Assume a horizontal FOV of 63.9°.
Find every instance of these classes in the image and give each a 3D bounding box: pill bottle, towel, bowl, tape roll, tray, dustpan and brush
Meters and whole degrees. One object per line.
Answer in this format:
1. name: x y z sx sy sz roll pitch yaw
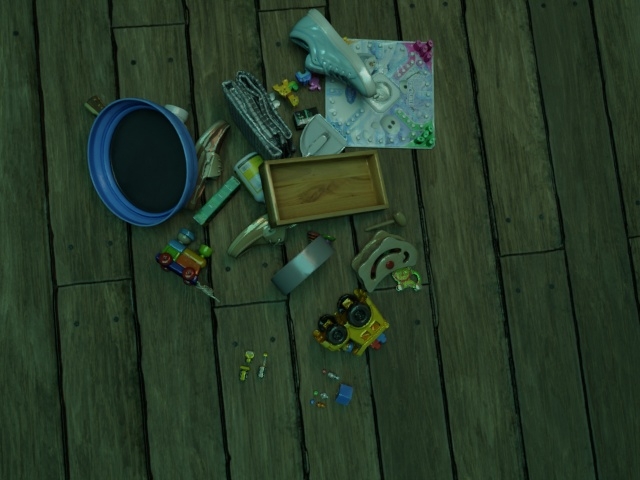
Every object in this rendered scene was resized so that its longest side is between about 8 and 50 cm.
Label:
1. pill bottle: -0.498 -0.346 1.689 0.107 0.108 0.180 15 85 -4
2. towel: -0.189 -0.383 1.659 0.121 0.235 0.284 -37 89 -8
3. bowl: -0.552 -0.242 1.603 0.390 0.077 0.392 6 105 22
4. tape roll: -0.056 0.079 1.638 0.219 0.219 0.072 -41 90 -7
5. tray: 0.016 -0.172 1.678 0.410 0.076 0.203 -10 86 -25
6. dustpan and brush: -0.030 -0.303 1.742 0.147 0.060 0.211 42 117 -10
7. pill bottle: -0.198 -0.194 1.707 0.103 0.103 0.184 -37 90 -7

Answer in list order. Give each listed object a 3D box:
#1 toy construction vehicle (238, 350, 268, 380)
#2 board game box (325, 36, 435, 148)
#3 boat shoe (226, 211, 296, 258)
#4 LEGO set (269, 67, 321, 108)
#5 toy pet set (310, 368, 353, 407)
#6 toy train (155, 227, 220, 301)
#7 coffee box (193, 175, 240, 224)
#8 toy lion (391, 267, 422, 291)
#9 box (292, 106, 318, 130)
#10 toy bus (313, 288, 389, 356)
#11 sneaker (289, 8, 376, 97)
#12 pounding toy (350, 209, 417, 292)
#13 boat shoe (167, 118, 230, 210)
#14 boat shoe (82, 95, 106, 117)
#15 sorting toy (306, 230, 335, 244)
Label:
1. toy construction vehicle: -0.219 0.415 1.692 0.085 0.035 0.098 7 82 6
2. board game box: 0.212 -0.521 1.799 0.389 0.050 0.390 1 85 -5
3. boat shoe: -0.152 -0.037 1.688 0.341 0.121 0.110 -37 89 -8
4. LEGO set: -0.088 -0.502 1.752 0.227 0.087 0.093 -31 88 -6
5. toy pet set: 0.040 0.503 1.688 0.114 0.065 0.122 21 84 -3
6. toy train: -0.396 0.078 1.675 0.248 0.105 0.143 32 70 -2
7. coffee box: -0.336 -0.125 1.685 0.040 0.113 0.184 42 82 -4
8. toy lion: 0.294 0.125 1.764 0.100 0.034 0.096 -1 78 -6
9. box: -0.049 -0.417 1.759 0.083 0.062 0.052 -17 88 -6
10. toy bus: 0.117 0.302 1.687 0.220 0.149 0.211 -43 106 -5
11. sneaker: 0.035 -0.588 1.708 0.150 0.135 0.366 -39 77 4
12. pounding toy: 0.218 0.038 1.740 0.154 0.155 0.269 39 95 -26
13. boat shoe: -0.378 -0.244 1.694 0.116 0.123 0.325 32 92 -6
14. boat shoe: -0.699 -0.412 1.699 0.178 0.064 0.060 39 85 1
15. sorting toy: 0.000 0.000 1.730 0.101 0.061 0.042 15 84 19
